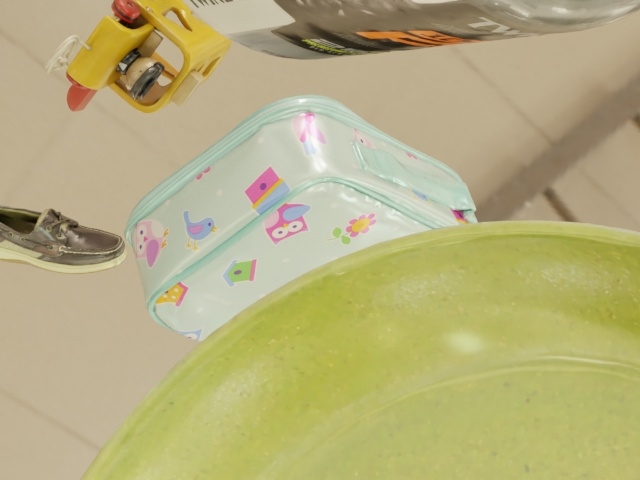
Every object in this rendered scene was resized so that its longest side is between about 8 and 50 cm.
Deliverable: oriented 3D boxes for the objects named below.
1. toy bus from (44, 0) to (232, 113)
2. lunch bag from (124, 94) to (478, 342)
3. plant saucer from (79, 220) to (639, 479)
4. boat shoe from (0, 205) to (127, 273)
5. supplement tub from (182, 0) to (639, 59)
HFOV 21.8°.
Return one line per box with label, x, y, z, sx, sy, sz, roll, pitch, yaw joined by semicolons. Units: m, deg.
toy bus;-0.160;-0.177;1.596;0.104;0.191;0.202;40;73;2
lunch bag;0.000;0.000;1.345;0.224;0.108;0.279;-38;146;22
plant saucer;0.032;0.116;0.318;0.037;0.241;0.241;26;96;-52
boat shoe;-0.257;-0.004;1.550;0.152;0.056;0.049;5;121;4
supplement tub;0.062;-0.200;0.820;0.207;0.338;0.207;-2;93;-30
